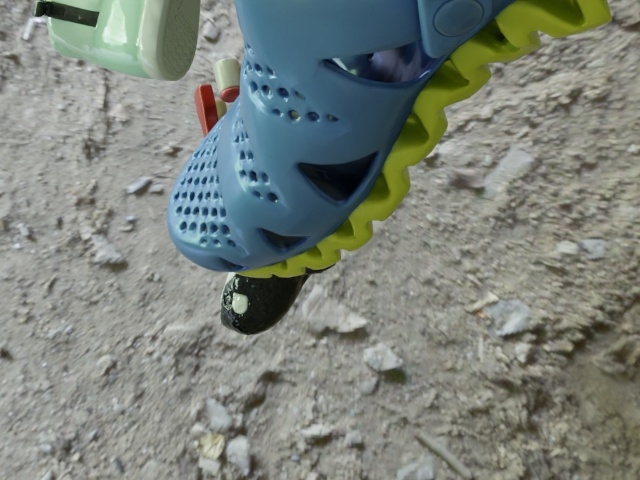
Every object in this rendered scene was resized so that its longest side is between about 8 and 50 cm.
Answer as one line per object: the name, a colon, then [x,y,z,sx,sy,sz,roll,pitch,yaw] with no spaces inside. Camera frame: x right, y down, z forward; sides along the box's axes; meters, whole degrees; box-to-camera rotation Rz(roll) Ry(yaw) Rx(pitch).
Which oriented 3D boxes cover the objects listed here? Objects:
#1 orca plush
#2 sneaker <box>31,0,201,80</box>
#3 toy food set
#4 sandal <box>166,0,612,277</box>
orca plush: [0.000,0.000,1.059,0.287,0.151,0.102,-47,51,-8]
sneaker: [-0.173,-0.274,0.817,0.151,0.094,0.255,11,91,22]
toy food set: [-0.125,-0.192,1.425,0.111,0.232,0.104,-6,74,-24]
sandal: [0.012,-0.099,0.426,0.138,0.126,0.317,16,132,-38]
